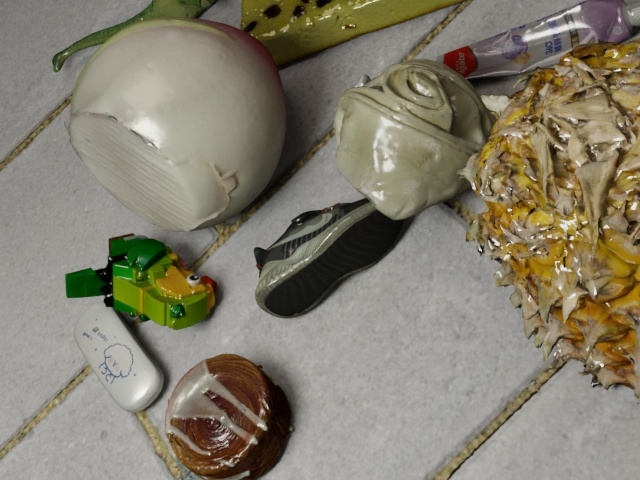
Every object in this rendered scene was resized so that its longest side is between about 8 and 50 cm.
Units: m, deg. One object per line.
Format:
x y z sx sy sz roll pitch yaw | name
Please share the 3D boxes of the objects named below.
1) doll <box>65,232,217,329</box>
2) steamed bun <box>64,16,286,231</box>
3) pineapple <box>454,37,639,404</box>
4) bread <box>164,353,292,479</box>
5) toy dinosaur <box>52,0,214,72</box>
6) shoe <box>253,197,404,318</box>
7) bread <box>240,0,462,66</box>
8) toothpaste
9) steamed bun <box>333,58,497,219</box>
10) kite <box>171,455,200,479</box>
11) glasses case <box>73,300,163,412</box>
-0.236 0.062 1.361 0.186 0.106 0.134 20 32 21 | doll
-0.175 -0.184 1.375 0.309 0.309 0.309 -14 57 22 | steamed bun
0.310 -0.028 0.996 0.352 0.300 0.352 -19 51 25 | pineapple
-0.116 0.222 1.226 0.160 0.073 0.161 -14 56 22 | bread
-0.254 -0.432 1.692 0.300 0.087 0.447 26 76 44 | toy dinosaur
0.000 0.000 1.282 0.227 0.099 0.112 -39 43 5 | shoe
0.041 -0.372 1.480 0.361 0.077 0.138 -15 57 22 | bread
0.288 -0.262 1.298 0.301 0.048 0.075 -13 61 26 | toothpaste
0.116 -0.152 1.225 0.218 0.144 0.211 -18 52 -21 | steamed bun
-0.178 0.309 1.256 0.152 0.005 0.137 -32 51 11 | kite
-0.283 0.159 1.373 0.076 0.049 0.197 -44 51 0 | glasses case
